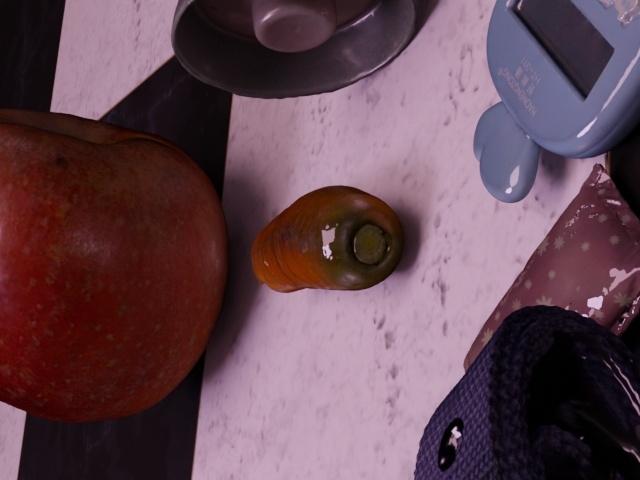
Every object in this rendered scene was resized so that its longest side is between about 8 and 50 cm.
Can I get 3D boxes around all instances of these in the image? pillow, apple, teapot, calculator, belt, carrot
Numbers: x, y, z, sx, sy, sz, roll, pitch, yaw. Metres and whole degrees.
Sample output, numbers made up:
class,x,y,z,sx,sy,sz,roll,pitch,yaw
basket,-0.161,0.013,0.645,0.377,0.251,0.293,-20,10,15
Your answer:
class,x,y,z,sx,sy,sz,roll,pitch,yaw
pillow,0.141,0.049,0.920,0.185,0.043,0.118,-64,26,29
apple,-0.256,0.021,1.452,0.348,0.348,0.277,-147,66,-64
teapot,-0.040,-0.303,1.277,0.300,0.253,0.344,75,-173,-64
calculator,0.177,-0.159,0.941,0.302,0.042,0.188,-64,29,27
belt,0.129,0.158,0.795,0.126,0.140,0.230,120,147,-42
carrot,0.000,0.000,1.204,0.193,0.087,0.087,178,102,-67
